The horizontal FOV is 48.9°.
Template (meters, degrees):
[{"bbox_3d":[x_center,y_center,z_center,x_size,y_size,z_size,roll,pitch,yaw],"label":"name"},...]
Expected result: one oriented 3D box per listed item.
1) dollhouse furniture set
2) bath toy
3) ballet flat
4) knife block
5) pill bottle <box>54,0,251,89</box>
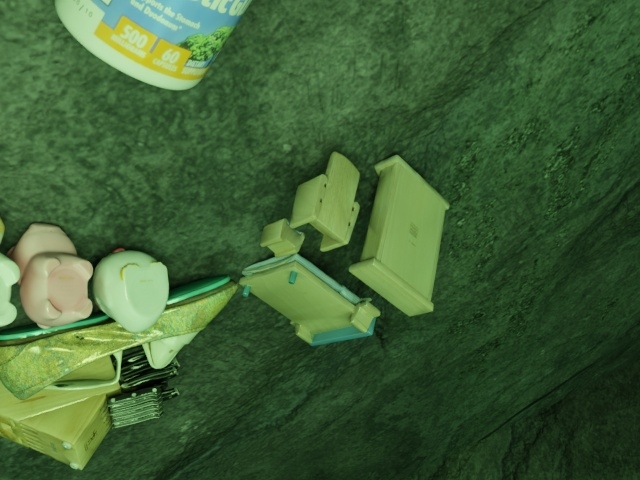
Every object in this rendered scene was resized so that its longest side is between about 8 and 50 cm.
[{"bbox_3d":[0.000,0.000,1.103,0.303,0.198,0.286,-20,134,41],"label":"dollhouse furniture set"},{"bbox_3d":[-0.349,0.041,0.844,0.129,0.151,0.348,-8,167,42],"label":"bath toy"},{"bbox_3d":[-0.280,0.143,1.013,0.349,0.123,0.123,-15,142,-19],"label":"ballet flat"},{"bbox_3d":[-0.366,0.212,1.091,0.276,0.242,0.088,19,137,9],"label":"knife block"},{"bbox_3d":[-0.104,-0.280,0.606,0.152,0.152,0.272,12,128,-44],"label":"pill bottle"}]
